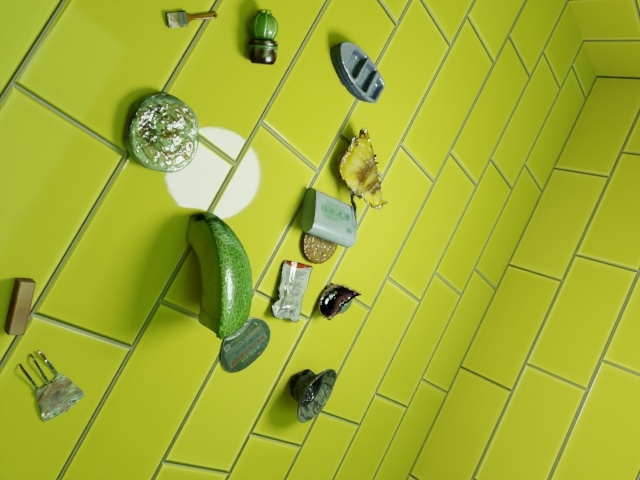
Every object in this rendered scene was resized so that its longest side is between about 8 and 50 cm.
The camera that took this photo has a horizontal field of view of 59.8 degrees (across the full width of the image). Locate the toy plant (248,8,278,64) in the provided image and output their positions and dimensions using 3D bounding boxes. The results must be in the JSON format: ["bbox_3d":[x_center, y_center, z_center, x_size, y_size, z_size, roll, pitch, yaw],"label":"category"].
[{"bbox_3d":[-0.176,-0.631,1.726,0.092,0.093,0.162,-8,110,-42],"label":"toy plant"}]

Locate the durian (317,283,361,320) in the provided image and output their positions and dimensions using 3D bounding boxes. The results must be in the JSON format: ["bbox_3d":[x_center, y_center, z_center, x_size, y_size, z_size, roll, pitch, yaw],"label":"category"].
[{"bbox_3d":[0.059,0.248,2.278,0.186,0.119,0.108,-39,167,-13],"label":"durian"}]

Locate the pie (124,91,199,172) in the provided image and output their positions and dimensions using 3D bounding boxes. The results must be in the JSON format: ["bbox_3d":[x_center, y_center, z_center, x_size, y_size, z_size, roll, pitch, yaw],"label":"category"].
[{"bbox_3d":[-0.452,-0.306,1.603,0.240,0.054,0.240,-15,112,-41],"label":"pie"}]

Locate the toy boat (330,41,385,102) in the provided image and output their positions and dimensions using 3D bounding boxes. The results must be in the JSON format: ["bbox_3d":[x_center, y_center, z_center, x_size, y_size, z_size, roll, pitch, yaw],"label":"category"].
[{"bbox_3d":[0.133,-0.620,2.037,0.283,0.078,0.127,39,78,-44],"label":"toy boat"}]

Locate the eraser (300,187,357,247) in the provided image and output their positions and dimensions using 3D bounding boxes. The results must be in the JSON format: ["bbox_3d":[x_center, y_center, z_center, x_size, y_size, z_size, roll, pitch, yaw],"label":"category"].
[{"bbox_3d":[0.035,-0.083,2.093,0.227,0.081,0.174,20,67,-39],"label":"eraser"}]

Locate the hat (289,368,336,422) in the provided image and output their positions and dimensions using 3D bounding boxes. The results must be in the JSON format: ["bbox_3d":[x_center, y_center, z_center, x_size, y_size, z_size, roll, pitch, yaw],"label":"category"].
[{"bbox_3d":[-0.052,0.597,2.252,0.265,0.128,0.265,-35,140,-35],"label":"hat"}]

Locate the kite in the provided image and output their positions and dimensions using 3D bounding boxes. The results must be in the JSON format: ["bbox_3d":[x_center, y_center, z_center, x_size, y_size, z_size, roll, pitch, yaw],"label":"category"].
[{"bbox_3d":[-0.772,0.412,1.575,0.127,0.016,0.229,-41,129,-31],"label":"kite"}]

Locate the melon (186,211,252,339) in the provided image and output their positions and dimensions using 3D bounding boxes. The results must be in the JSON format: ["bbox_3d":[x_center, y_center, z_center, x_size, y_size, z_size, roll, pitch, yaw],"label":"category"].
[{"bbox_3d":[-0.323,0.092,1.769,0.331,0.226,0.344,-55,151,-72],"label":"melon"}]

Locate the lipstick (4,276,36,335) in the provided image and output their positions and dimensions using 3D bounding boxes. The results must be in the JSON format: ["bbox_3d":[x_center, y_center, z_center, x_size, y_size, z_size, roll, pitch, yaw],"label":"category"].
[{"bbox_3d":[-0.785,0.173,1.456,0.045,0.045,0.145,11,97,-43],"label":"lipstick"}]

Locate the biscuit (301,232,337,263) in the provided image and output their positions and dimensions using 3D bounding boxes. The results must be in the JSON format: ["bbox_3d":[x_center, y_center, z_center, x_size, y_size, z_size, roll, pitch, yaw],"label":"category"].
[{"bbox_3d":[-0.001,-0.001,2.160,0.188,0.027,0.188,-15,113,-39],"label":"biscuit"}]

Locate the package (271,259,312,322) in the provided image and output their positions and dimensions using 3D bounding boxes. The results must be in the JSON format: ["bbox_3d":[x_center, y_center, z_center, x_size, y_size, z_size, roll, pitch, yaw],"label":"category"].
[{"bbox_3d":[-0.111,0.195,2.121,0.166,0.040,0.232,15,86,-49],"label":"package"}]

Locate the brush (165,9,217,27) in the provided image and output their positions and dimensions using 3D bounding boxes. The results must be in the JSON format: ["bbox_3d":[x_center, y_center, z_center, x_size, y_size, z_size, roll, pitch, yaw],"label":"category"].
[{"bbox_3d":[-0.366,-0.639,1.597,0.170,0.014,0.043,-25,122,-37],"label":"brush"}]

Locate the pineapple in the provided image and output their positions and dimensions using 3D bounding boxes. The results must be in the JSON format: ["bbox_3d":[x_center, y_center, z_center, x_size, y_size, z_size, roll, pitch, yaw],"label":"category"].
[{"bbox_3d":[0.143,-0.249,2.146,0.158,0.161,0.335,-21,102,-6],"label":"pineapple"}]

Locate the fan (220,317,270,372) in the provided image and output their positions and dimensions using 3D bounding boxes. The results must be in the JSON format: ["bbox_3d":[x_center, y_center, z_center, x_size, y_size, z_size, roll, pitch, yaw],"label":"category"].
[{"bbox_3d":[-0.302,0.366,2.014,0.294,0.012,0.223,36,80,-45],"label":"fan"}]
